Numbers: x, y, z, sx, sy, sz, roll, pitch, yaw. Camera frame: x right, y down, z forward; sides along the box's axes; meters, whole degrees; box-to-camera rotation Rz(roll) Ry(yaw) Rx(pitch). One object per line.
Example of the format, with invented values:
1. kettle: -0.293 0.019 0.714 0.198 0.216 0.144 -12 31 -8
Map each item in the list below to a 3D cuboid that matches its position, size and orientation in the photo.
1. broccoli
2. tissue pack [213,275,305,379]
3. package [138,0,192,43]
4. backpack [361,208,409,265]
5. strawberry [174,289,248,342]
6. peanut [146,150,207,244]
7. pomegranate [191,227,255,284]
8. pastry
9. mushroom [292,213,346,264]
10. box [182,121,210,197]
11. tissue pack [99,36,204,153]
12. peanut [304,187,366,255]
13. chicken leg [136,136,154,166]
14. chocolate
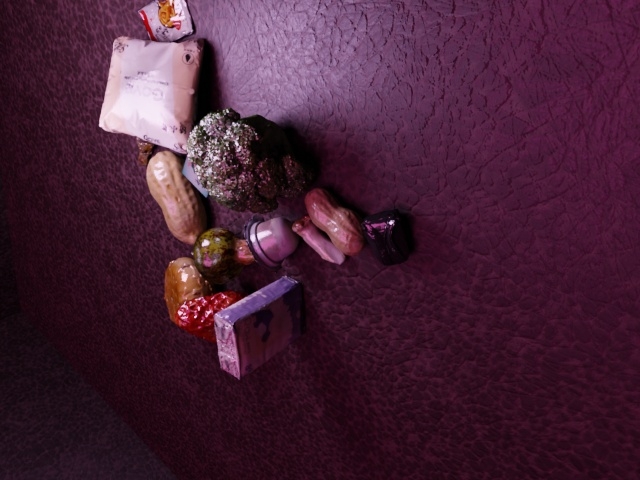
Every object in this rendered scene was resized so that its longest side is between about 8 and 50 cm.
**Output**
1. broccoli: -0.237 -0.244 1.564 0.413 0.321 0.310 18 105 20
2. tissue pack: -0.209 0.303 1.783 0.125 0.343 0.242 18 121 35
3. package: -0.541 -0.770 1.761 0.239 0.030 0.154 -5 109 40
4. backpack: 0.196 -0.010 1.469 0.120 0.106 0.165 -9 123 19
5. strawberry: -0.397 0.325 1.965 0.265 0.336 0.149 -53 42 37
6. peanut: -0.563 -0.161 1.976 0.192 0.169 0.387 1 112 56
7. pomegranate: -0.348 0.038 1.891 0.276 0.222 0.204 -32 80 11
8. pastry: -0.539 0.214 2.119 0.284 0.184 0.316 61 141 29
9. mushroom: 0.000 0.000 1.663 0.209 0.084 0.071 45 172 6
10. box: -0.399 -0.298 1.828 0.153 0.092 0.245 43 131 15
11. tissue pack: -0.579 -0.522 1.769 0.375 0.195 0.390 12 98 19
12. peanut: 0.051 -0.066 1.557 0.257 0.123 0.123 50 133 15
13. chicken leg: -0.727 -0.386 2.082 0.085 0.069 0.198 26 136 -1
14. chocolate: -0.149 -0.012 1.728 0.147 0.221 0.221 -31 89 16
